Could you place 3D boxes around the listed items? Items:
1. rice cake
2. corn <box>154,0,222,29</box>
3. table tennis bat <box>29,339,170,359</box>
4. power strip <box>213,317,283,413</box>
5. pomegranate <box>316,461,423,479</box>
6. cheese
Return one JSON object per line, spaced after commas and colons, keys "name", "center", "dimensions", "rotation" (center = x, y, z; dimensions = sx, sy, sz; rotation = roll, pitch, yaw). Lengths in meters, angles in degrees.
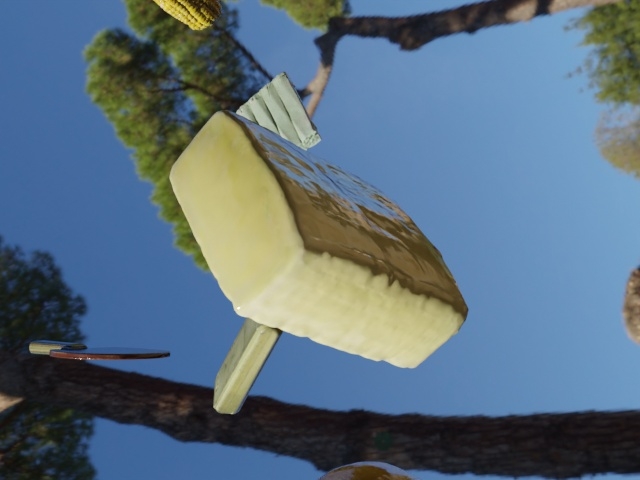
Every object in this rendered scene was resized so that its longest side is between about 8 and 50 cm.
{"name": "rice cake", "center": [-0.101, -0.233, 1.706], "dimensions": [0.198, 0.189, 0.037], "rotation": [55, -174, 34]}
{"name": "corn", "center": [-0.318, -0.532, 1.697], "dimensions": [0.292, 0.101, 0.101], "rotation": [30, -127, -54]}
{"name": "table tennis bat", "center": [-0.346, 0.167, 1.241], "dimensions": [0.154, 0.274, 0.021], "rotation": [7, -97, -53]}
{"name": "power strip", "center": [-0.146, 0.240, 1.627], "dimensions": [0.066, 0.387, 0.092], "rotation": [14, -132, -15]}
{"name": "pomegranate", "center": [0.040, 0.277, 0.685], "dimensions": [0.196, 0.196, 0.196], "rotation": [23, -121, -44]}
{"name": "cheese", "center": [0.000, 0.000, 0.874], "dimensions": [0.266, 0.124, 0.242], "rotation": [24, -160, -43]}
